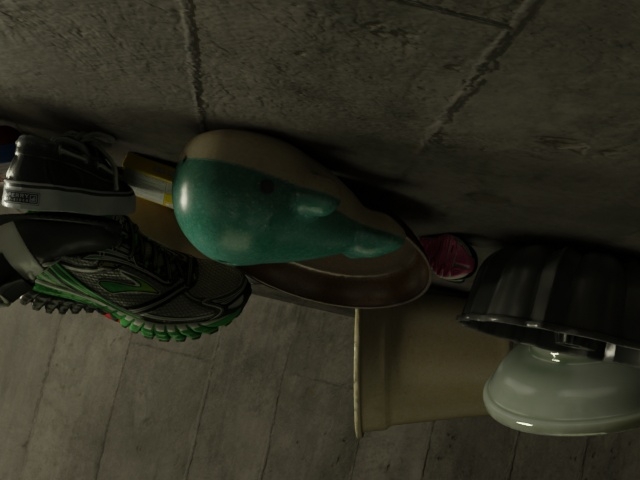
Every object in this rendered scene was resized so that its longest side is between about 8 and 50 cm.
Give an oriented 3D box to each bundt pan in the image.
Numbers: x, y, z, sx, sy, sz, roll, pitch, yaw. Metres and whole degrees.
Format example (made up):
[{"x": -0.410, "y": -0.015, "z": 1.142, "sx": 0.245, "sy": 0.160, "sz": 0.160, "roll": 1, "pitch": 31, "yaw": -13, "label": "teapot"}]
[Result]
[{"x": 0.356, "y": 0.086, "z": 1.563, "sx": 0.330, "sy": 0.124, "sz": 0.331, "roll": 13, "pitch": 172, "yaw": 2, "label": "bundt pan"}]

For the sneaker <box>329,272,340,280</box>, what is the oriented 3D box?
[{"x": 0.012, "y": 0.007, "z": 1.664, "sx": 0.234, "sy": 0.097, "sz": 0.084, "roll": 13, "pitch": 172, "yaw": 3, "label": "sneaker"}]

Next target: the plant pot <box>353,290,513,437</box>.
[{"x": 0.227, "y": 0.231, "z": 2.310, "sx": 0.305, "sy": 0.334, "sz": 0.334, "roll": 0, "pitch": 172, "yaw": 5, "label": "plant pot"}]

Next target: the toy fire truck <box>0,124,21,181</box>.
[{"x": -0.526, "y": -0.112, "z": 1.587, "sx": 0.253, "sy": 0.169, "sz": 0.302, "roll": -11, "pitch": 174, "yaw": -5, "label": "toy fire truck"}]

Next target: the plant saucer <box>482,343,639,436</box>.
[{"x": 0.445, "y": 0.179, "z": 1.824, "sx": 0.400, "sy": 0.101, "sz": 0.400, "roll": -14, "pitch": -168, "yaw": 3, "label": "plant saucer"}]

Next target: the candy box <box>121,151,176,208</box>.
[{"x": -0.176, "y": -0.062, "z": 1.606, "sx": 0.205, "sy": 0.027, "sz": 0.105, "roll": 19, "pitch": 158, "yaw": -5, "label": "candy box"}]

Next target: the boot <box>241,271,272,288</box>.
[{"x": -0.002, "y": 0.034, "z": 1.907, "sx": 0.305, "sy": 0.112, "sz": 0.115, "roll": 9, "pitch": -177, "yaw": 14, "label": "boot"}]

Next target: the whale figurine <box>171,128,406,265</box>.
[{"x": -0.041, "y": -0.022, "z": 1.308, "sx": 0.272, "sy": 0.141, "sz": 0.216, "roll": 24, "pitch": 167, "yaw": -25, "label": "whale figurine"}]

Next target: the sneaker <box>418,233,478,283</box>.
[{"x": 0.194, "y": 0.029, "z": 1.657, "sx": 0.074, "sy": 0.063, "sz": 0.170, "roll": 16, "pitch": 177, "yaw": -19, "label": "sneaker"}]

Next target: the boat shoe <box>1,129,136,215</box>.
[{"x": -0.312, "y": -0.089, "z": 1.465, "sx": 0.113, "sy": 0.105, "sz": 0.306, "roll": 7, "pitch": -178, "yaw": 15, "label": "boat shoe"}]

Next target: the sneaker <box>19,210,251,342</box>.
[{"x": -0.263, "y": 0.041, "z": 1.610, "sx": 0.343, "sy": 0.146, "sz": 0.134, "roll": 11, "pitch": -144, "yaw": -9, "label": "sneaker"}]

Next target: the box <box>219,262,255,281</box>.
[{"x": -0.182, "y": 0.019, "z": 2.168, "sx": 0.242, "sy": 0.077, "sz": 0.307, "roll": 17, "pitch": 171, "yaw": -23, "label": "box"}]

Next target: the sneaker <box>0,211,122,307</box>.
[{"x": -0.415, "y": 0.036, "z": 1.496, "sx": 0.330, "sy": 0.146, "sz": 0.122, "roll": -6, "pitch": 180, "yaw": 3, "label": "sneaker"}]

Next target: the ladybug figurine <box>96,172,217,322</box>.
[{"x": -0.320, "y": 0.030, "z": 1.877, "sx": 0.305, "sy": 0.162, "sz": 0.449, "roll": 29, "pitch": 163, "yaw": 3, "label": "ladybug figurine"}]

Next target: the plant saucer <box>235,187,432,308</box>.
[{"x": 0.000, "y": 0.000, "z": 1.533, "sx": 0.310, "sy": 0.050, "sz": 0.311, "roll": 13, "pitch": 152, "yaw": 7, "label": "plant saucer"}]
